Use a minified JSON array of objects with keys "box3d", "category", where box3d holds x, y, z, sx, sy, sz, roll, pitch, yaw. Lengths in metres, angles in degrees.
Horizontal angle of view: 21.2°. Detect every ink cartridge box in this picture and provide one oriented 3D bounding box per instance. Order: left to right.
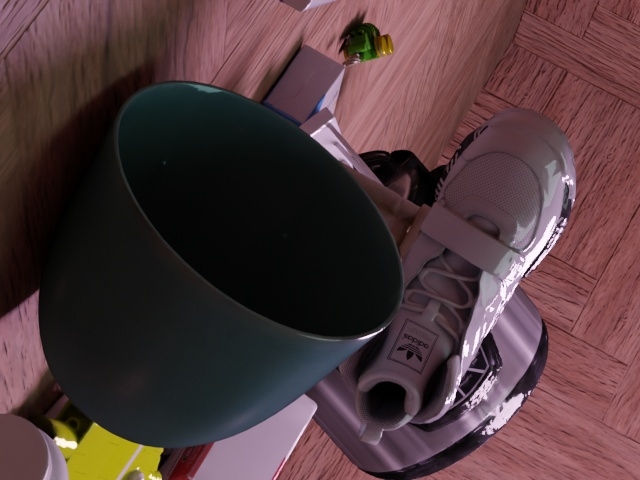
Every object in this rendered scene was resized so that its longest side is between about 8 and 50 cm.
[{"box3d":[-0.152,0.290,2.356,0.273,0.114,0.197,-25,-150,59],"category":"ink cartridge box"},{"box3d":[-0.031,-0.146,2.129,0.104,0.062,0.181,-55,170,-28],"category":"ink cartridge box"}]

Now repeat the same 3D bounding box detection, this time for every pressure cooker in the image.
[{"box3d":[0.075,0.095,2.471,0.376,0.420,0.370,-25,-156,36],"category":"pressure cooker"}]

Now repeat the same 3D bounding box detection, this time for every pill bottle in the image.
[{"box3d":[-0.291,0.236,1.588,0.117,0.118,0.208,-58,171,-25],"category":"pill bottle"}]

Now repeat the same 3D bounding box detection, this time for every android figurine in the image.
[{"box3d":[-0.258,0.263,1.833,0.248,0.056,0.273,-55,153,-1],"category":"android figurine"}]

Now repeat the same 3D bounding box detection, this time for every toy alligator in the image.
[{"box3d":[0.057,-0.269,2.326,0.190,0.056,0.051,-33,109,-72],"category":"toy alligator"}]

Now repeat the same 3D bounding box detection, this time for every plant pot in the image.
[{"box3d":[-0.113,0.043,1.511,0.235,0.293,0.293,-48,180,32],"category":"plant pot"}]

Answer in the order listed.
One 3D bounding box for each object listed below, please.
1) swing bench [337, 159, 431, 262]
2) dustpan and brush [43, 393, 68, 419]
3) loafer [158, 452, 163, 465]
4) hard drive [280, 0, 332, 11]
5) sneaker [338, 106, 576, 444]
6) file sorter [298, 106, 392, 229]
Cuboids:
[{"box3d":[-0.037,-0.012,1.858,0.165,0.253,0.255,-63,172,12],"category":"swing bench"},{"box3d":[-0.256,0.193,1.878,0.211,0.060,0.147,-58,172,-20],"category":"dustpan and brush"},{"box3d":[-0.285,0.343,2.247,0.078,0.080,0.220,46,61,-59],"category":"loafer"},{"box3d":[0.054,-0.373,1.937,0.210,0.040,0.319,-63,172,19],"category":"hard drive"},{"box3d":[0.135,0.048,1.721,0.365,0.137,0.210,-64,175,36],"category":"sneaker"},{"box3d":[0.000,0.000,2.107,0.193,0.173,0.277,-38,162,-4],"category":"file sorter"}]
